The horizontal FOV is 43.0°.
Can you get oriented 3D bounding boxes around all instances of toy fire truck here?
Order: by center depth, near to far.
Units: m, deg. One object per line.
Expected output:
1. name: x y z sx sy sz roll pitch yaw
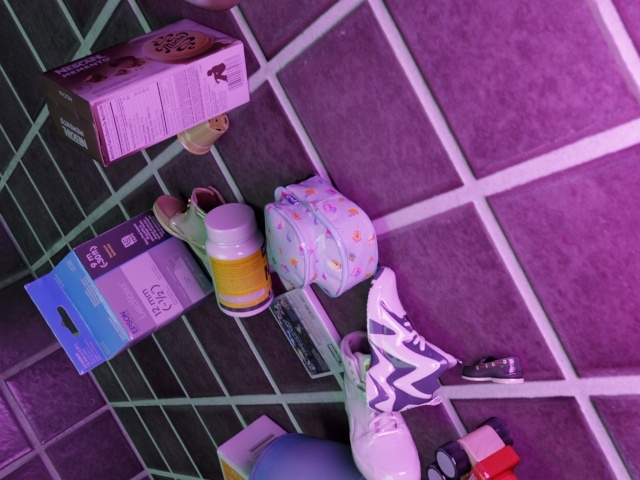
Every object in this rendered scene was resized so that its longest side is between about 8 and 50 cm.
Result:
1. toy fire truck: 0.300 0.432 1.298 0.246 0.158 0.217 53 150 30

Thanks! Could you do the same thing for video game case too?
1. video game case: -0.021 0.185 1.637 0.190 0.022 0.173 59 149 -2

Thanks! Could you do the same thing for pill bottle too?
1. pill bottle: -0.164 0.039 1.620 0.119 0.119 0.208 28 138 40

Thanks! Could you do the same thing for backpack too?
1. backpack: 0.000 0.000 1.330 0.188 0.144 0.166 31 135 35

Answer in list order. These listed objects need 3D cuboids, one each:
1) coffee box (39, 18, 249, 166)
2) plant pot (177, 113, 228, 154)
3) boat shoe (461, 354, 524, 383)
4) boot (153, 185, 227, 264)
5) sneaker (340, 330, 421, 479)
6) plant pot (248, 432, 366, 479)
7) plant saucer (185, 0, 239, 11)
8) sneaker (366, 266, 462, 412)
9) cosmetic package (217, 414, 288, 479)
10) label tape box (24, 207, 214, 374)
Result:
1. coffee box: -0.290 -0.256 1.368 0.168 0.297 0.119 32 140 38
2. plant pot: -0.214 -0.213 1.523 0.079 0.083 0.083 -20 100 45
3. boat shoe: 0.258 0.193 1.226 0.133 0.049 0.042 160 108 -65
4. boot: -0.271 -0.062 1.728 0.213 0.077 0.165 41 146 18
5. sneaker: 0.091 0.279 1.398 0.292 0.108 0.169 -118 18 -57
6. plant pot: 0.032 0.535 1.659 0.255 0.271 0.272 -9 110 41
7. plant saucer: -0.222 -0.511 1.296 0.310 0.050 0.310 35 143 33
8. sneaker: 0.152 0.161 1.318 0.094 0.153 0.235 65 -153 -77
9. cosmetic package: -0.098 0.691 2.052 0.230 0.161 0.453 27 138 41
10. label tape box: -0.460 0.110 1.881 0.249 0.347 0.115 56 149 4
